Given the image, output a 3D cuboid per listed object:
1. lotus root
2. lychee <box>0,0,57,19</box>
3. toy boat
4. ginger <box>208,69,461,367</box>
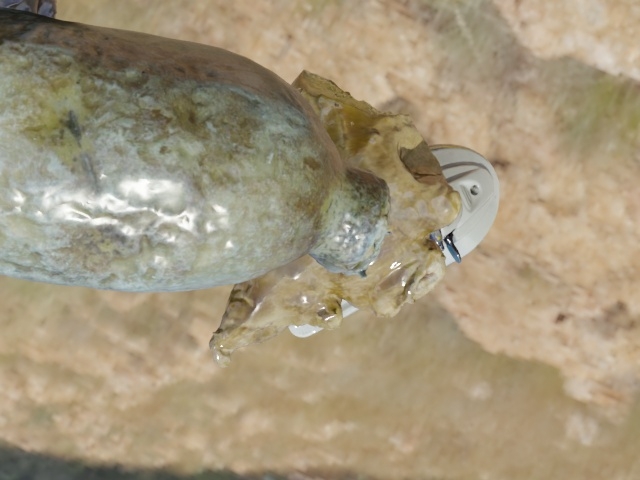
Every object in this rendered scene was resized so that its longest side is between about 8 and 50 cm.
[{"bbox_3d":[-0.126,-0.051,0.811,0.349,0.175,0.175,7,163,-2],"label":"lotus root"},{"bbox_3d":[-0.332,-0.294,0.952,0.380,0.432,0.380,31,-163,-11],"label":"lychee"},{"bbox_3d":[0.064,-0.007,1.428,0.141,0.269,0.141,-25,-90,-83],"label":"toy boat"},{"bbox_3d":[0.000,0.000,1.205,0.219,0.270,0.123,32,-164,14],"label":"ginger"}]
